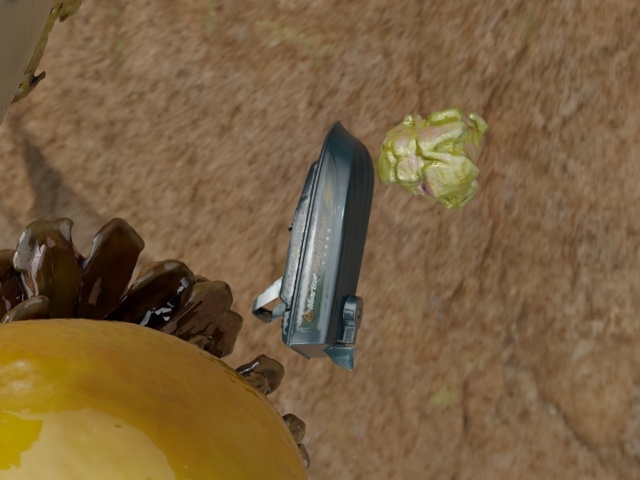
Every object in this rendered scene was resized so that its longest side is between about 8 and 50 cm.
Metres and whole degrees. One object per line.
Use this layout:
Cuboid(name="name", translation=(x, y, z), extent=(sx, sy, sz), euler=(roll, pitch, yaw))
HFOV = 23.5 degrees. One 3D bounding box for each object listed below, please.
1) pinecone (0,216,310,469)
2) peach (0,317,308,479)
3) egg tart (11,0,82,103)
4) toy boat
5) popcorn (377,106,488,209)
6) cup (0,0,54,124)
Cuboid(name="pinecone", translation=(-0.170, 0.182, 1.356), extent=(0.384, 0.384, 0.384), euler=(3, 107, 10))
Cuboid(name="peach", translation=(-0.157, 0.175, 0.885), extent=(0.308, 0.289, 0.289), euler=(24, 110, -13))
Cuboid(name="egg tart", translation=(-0.234, -0.120, 0.874), extent=(0.241, 0.241, 0.106), euler=(-4, 109, 12))
Cuboid(name="toy boat", translation=(0.000, 0.000, 1.506), extent=(0.103, 0.093, 0.246), euler=(6, 79, 15))
Cuboid(name="popcorn", translation=(0.101, -0.076, 1.392), extent=(0.097, 0.109, 0.089), euler=(7, 89, -7))
Cuboid(name="cup", translation=(-0.217, -0.134, 0.512), extent=(0.301, 0.257, 0.227), euler=(12, 127, 4))
